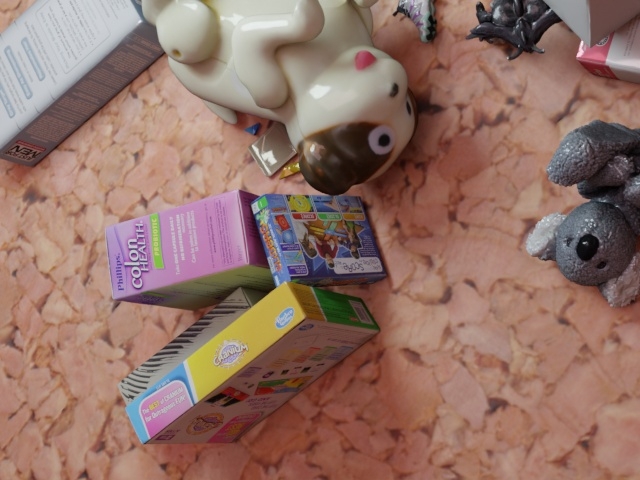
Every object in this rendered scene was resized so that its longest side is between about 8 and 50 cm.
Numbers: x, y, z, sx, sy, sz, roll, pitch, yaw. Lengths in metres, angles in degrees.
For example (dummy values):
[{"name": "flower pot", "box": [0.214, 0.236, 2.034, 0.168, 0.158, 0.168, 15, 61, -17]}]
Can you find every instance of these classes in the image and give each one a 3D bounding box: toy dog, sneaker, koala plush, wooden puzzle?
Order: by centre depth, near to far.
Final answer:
[{"name": "koala plush", "box": [0.388, -0.029, 1.518, 0.196, 0.203, 0.221, 29, 117, 16]}, {"name": "toy dog", "box": [-0.045, -0.247, 1.675, 0.408, 0.284, 0.395, 39, 132, 15]}, {"name": "sneaker", "box": [0.141, -0.345, 1.749, 0.069, 0.038, 0.098, -4, 72, 28]}, {"name": "wooden puzzle", "box": [-0.074, -0.147, 1.843, 0.078, 0.014, 0.116, -32, 70, 15]}]

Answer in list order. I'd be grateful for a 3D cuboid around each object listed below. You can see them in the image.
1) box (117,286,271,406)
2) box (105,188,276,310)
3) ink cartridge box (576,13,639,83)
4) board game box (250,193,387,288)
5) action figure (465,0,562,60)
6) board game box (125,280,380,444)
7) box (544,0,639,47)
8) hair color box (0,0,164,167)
[{"name": "box", "box": [-0.178, 0.191, 1.793, 0.275, 0.113, 0.094, -38, 67, 16]}, {"name": "box", "box": [-0.165, 0.020, 1.751, 0.243, 0.213, 0.117, -16, 76, 25]}, {"name": "ink cartridge box", "box": [0.478, -0.286, 1.533, 0.218, 0.092, 0.158, 17, 90, 30]}, {"name": "board game box", "box": [0.000, 0.000, 1.677, 0.035, 0.201, 0.136, -33, 68, 40]}, {"name": "action figure", "box": [0.288, -0.350, 1.617, 0.164, 0.141, 0.275, -14, 61, 23]}, {"name": "board game box", "box": [-0.095, 0.188, 1.676, 0.316, 0.242, 0.064, -38, 66, 17]}, {"name": "box", "box": [0.324, -0.461, 1.478, 0.215, 0.168, 0.345, -35, 65, -1]}, {"name": "hair color box", "box": [-0.451, -0.318, 2.005, 0.374, 0.113, 0.185, -37, 68, 17]}]
